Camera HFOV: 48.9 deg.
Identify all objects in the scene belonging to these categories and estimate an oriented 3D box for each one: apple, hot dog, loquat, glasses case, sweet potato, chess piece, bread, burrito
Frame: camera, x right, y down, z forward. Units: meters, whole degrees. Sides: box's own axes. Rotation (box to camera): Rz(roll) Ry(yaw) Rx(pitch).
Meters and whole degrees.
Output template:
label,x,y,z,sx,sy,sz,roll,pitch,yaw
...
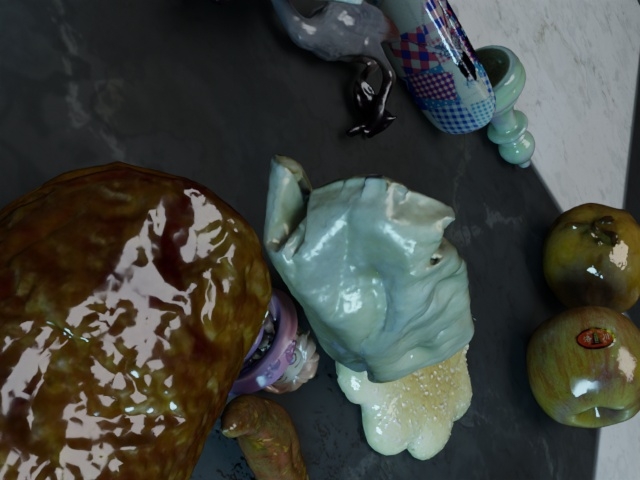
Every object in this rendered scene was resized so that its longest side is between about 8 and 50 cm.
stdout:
label,x,y,z,sx,sy,sz,roll,pitch,yaw
apple,0.465,0.219,1.220,0.211,0.211,0.188,29,45,-40
hot dog,-0.191,0.124,0.546,0.267,0.174,0.387,44,58,-27
loquat,0.537,0.040,1.381,0.238,0.193,0.238,-23,119,-52
glasses case,0.168,-0.310,1.124,0.327,0.125,0.076,54,53,-22
sweet potato,-0.054,0.205,0.708,0.255,0.058,0.078,71,14,-51
chess piece,0.343,-0.224,1.317,0.272,0.139,0.139,47,46,-45
bread,0.128,0.149,0.985,0.316,0.054,0.316,19,64,-46
burrito,0.048,0.048,0.730,0.135,0.190,0.332,-59,154,-16

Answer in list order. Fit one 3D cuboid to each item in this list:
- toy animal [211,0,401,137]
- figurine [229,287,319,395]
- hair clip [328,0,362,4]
label,x,y,z,sx,sy,sz,roll,pitch,yaw
toy animal,0.018,-0.287,0.974,0.324,0.090,0.195,41,59,-31
figurine,-0.064,0.109,0.751,0.126,0.114,0.157,-58,160,1
hair clip,-0.065,-0.367,0.859,0.172,0.113,0.282,-4,66,-16
